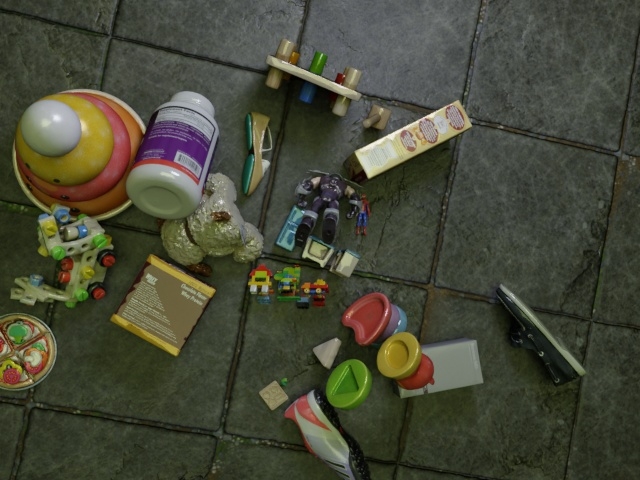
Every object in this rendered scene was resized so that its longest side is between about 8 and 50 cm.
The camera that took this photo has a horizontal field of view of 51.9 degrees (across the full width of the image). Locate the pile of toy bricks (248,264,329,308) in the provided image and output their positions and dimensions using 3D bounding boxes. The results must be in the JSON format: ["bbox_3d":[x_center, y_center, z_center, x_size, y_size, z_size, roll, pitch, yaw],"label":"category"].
[{"bbox_3d":[-0.079,0.113,1.778,0.213,0.118,0.105,1,59,8],"label":"pile of toy bricks"}]

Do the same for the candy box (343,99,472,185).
[{"bbox_3d":[0.229,-0.258,1.781,0.317,0.183,0.087,-26,92,-8],"label":"candy box"}]

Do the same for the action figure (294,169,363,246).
[{"bbox_3d":[0.014,-0.096,1.731,0.186,0.285,0.099,9,126,10],"label":"action figure"}]

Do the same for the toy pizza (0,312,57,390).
[{"bbox_3d":[-0.787,0.288,1.696,0.202,0.032,0.201,0,88,-8],"label":"toy pizza"}]

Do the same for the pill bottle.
[{"bbox_3d":[-0.360,-0.221,1.651,0.182,0.181,0.322,13,52,-7],"label":"pill bottle"}]

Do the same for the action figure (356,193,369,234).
[{"bbox_3d":[0.118,-0.073,1.838,0.038,0.030,0.115,2,85,-3],"label":"action figure"}]

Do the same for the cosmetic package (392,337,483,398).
[{"bbox_3d":[0.314,0.349,1.810,0.238,0.107,0.127,-10,87,-5],"label":"cosmetic package"}]

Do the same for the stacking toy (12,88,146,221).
[{"bbox_3d":[-0.590,-0.230,1.518,0.351,0.480,0.350,0,87,-7],"label":"stacking toy"}]

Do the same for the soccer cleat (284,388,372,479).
[{"bbox_3d":[0.026,0.557,1.773,0.117,0.108,0.318,-31,94,12],"label":"soccer cleat"}]

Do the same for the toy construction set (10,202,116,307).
[{"bbox_3d":[-0.634,0.060,1.627,0.327,0.215,0.151,-52,58,31],"label":"toy construction set"}]

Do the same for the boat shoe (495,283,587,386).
[{"bbox_3d":[0.591,0.273,1.846,0.113,0.127,0.340,-43,97,16],"label":"boat shoe"}]

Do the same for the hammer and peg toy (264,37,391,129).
[{"bbox_3d":[0.033,-0.408,1.722,0.362,0.266,0.127,22,104,-6],"label":"hammer and peg toy"}]

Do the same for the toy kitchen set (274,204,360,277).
[{"bbox_3d":[0.000,0.000,1.748,0.207,0.166,0.122,26,85,-6],"label":"toy kitchen set"}]

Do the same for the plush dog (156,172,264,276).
[{"bbox_3d":[-0.309,-0.021,1.711,0.226,0.210,0.262,-29,92,16],"label":"plush dog"}]

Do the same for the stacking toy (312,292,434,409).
[{"bbox_3d":[0.143,0.311,1.723,0.279,0.309,0.130,-42,124,11],"label":"stacking toy"}]

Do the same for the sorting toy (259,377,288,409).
[{"bbox_3d":[-0.117,0.414,1.793,0.083,0.012,0.062,-37,88,-4],"label":"sorting toy"}]

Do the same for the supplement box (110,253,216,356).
[{"bbox_3d":[-0.400,0.164,1.705,0.191,0.129,0.194,30,84,-6],"label":"supplement box"}]

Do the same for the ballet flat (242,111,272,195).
[{"bbox_3d":[-0.167,-0.234,1.783,0.073,0.080,0.232,3,89,-23],"label":"ballet flat"}]
